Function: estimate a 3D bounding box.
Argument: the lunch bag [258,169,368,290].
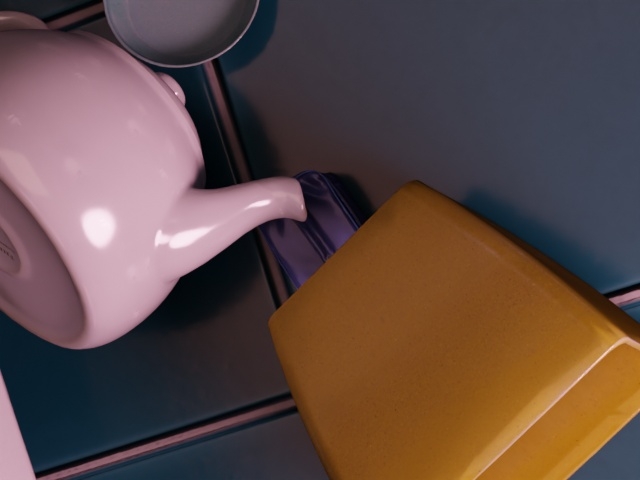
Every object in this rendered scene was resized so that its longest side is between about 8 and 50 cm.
[{"bbox_3d":[0.000,0.000,1.289,0.067,0.065,0.098,-36,82,12],"label":"lunch bag"}]

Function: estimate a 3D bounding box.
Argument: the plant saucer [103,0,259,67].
[{"bbox_3d":[-0.102,-0.183,1.323,0.119,0.021,0.119,-1,78,7],"label":"plant saucer"}]

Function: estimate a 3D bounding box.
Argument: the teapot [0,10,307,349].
[{"bbox_3d":[-0.177,-0.062,1.273,0.187,0.252,0.256,-44,103,-27],"label":"teapot"}]

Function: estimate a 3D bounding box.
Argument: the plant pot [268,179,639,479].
[{"bbox_3d":[0.091,0.081,1.205,0.212,0.212,0.187,-45,69,10],"label":"plant pot"}]

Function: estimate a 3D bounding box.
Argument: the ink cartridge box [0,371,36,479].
[{"bbox_3d":[-0.374,0.169,1.246,0.130,0.309,0.272,-16,92,54],"label":"ink cartridge box"}]
